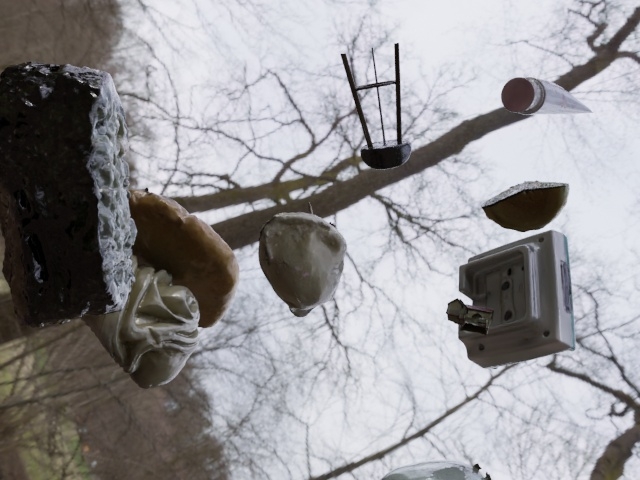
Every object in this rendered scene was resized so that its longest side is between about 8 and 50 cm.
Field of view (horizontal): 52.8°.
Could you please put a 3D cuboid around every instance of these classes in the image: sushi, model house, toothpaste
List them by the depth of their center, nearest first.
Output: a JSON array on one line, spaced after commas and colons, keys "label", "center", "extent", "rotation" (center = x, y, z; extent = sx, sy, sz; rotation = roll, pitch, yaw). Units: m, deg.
[{"label": "sushi", "center": [-0.352, -0.064, 0.879], "extent": [0.211, 0.171, 0.349], "rotation": [-171, -104, -84]}, {"label": "toothpaste", "center": [0.429, -0.267, 1.211], "extent": [0.100, 0.323, 0.066], "rotation": [41, -60, 24]}, {"label": "model house", "center": [0.295, 0.145, 1.272], "extent": [0.083, 0.058, 0.057], "rotation": [9, -39, 25]}]

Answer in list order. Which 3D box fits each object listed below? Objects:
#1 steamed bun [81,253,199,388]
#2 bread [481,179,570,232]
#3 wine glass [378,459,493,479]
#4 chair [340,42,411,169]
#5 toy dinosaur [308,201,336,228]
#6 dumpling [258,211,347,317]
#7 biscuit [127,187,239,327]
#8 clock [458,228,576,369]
[{"label": "steamed bun", "center": [-0.401, 0.152, 1.446], "extent": [0.324, 0.220, 0.309], "rotation": [49, -14, 27]}, {"label": "bread", "center": [0.394, -0.064, 1.210], "extent": [0.094, 0.157, 0.083], "rotation": [60, 18, -2]}, {"label": "wine glass", "center": [0.145, 0.498, 1.075], "extent": [0.238, 0.323, 0.237], "rotation": [14, -71, 47]}, {"label": "chair", "center": [0.109, -0.246, 1.188], "extent": [0.095, 0.104, 0.221], "rotation": [-54, 136, -73]}, {"label": "toy dinosaur", "center": [0.003, 0.000, 1.243], "extent": [0.106, 0.044, 0.187], "rotation": [-23, -125, 53]}, {"label": "dumpling", "center": [-0.022, 0.033, 0.971], "extent": [0.118, 0.136, 0.199], "rotation": [44, -26, 44]}, {"label": "biscuit", "center": [-0.400, 0.054, 1.616], "extent": [0.429, 0.104, 0.446], "rotation": [36, -39, -8]}, {"label": "clock", "center": [0.408, 0.121, 1.367], "extent": [0.231, 0.116, 0.262], "rotation": [-29, -134, 48]}]
